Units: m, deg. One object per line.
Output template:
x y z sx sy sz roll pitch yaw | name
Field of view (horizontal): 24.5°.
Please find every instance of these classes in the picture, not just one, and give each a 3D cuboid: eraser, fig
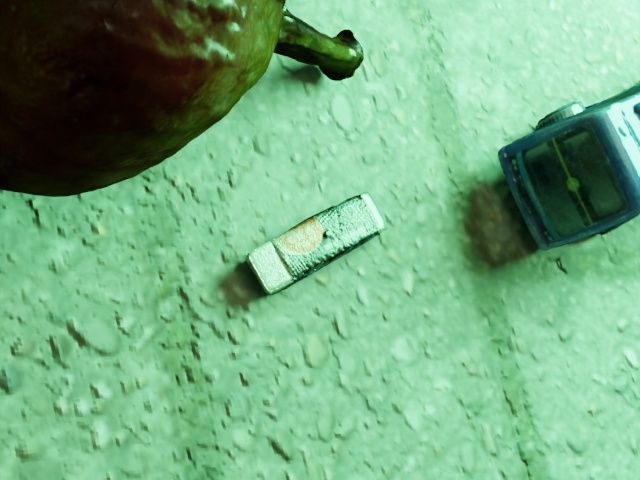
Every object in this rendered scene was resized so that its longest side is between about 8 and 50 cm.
0.000 0.000 0.769 0.099 0.019 0.027 -28 87 -37 | eraser
-0.087 -0.128 0.692 0.190 0.191 0.290 56 36 0 | fig

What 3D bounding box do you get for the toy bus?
0.215 -0.072 0.891 0.236 0.094 0.079 -25 85 -38 | toy bus
